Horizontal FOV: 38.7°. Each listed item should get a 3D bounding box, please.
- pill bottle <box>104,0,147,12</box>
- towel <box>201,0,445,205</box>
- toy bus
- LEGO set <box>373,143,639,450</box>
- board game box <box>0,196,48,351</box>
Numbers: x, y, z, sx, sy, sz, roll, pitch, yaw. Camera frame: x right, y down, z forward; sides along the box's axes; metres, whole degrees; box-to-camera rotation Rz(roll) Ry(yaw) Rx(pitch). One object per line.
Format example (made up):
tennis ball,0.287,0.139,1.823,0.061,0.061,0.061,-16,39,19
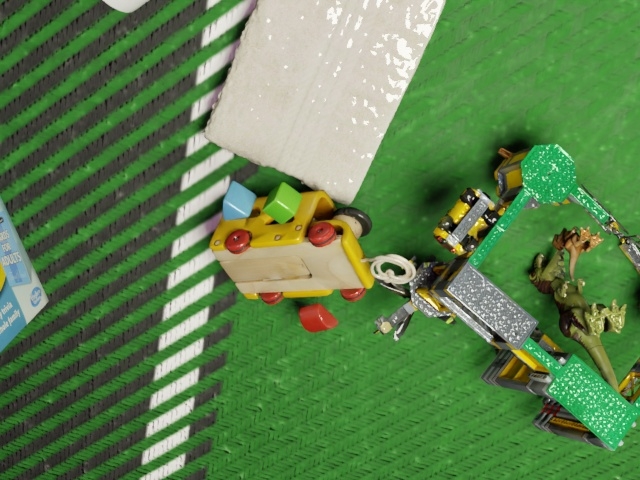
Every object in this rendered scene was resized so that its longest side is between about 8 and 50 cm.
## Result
pill bottle,-0.124,-0.330,0.875,0.246,0.136,0.136,-31,103,21
towel,0.006,-0.195,0.962,0.187,0.049,0.282,25,111,-2
toy bus,-0.013,-0.003,0.974,0.202,0.104,0.191,25,142,-8
LEGO set,0.239,0.063,0.992,0.331,0.192,0.255,33,79,-9
board game box,-0.427,-0.026,0.951,0.079,0.254,0.336,-17,107,10
